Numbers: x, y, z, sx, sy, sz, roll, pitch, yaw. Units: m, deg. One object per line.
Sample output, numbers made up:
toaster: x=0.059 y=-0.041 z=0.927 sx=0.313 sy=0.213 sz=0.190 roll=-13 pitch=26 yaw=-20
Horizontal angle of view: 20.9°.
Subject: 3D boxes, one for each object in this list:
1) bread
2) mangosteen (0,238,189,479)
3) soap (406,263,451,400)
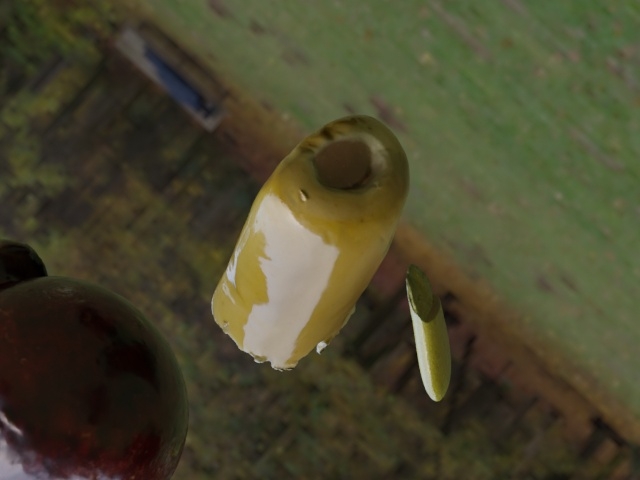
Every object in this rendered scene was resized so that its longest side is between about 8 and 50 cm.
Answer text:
bread: x=0.001 y=0.001 z=1.238 sx=0.085 sy=0.134 sz=0.173 roll=40 pitch=137 yaw=15
mangosteen: x=-0.217 y=0.107 z=1.300 sx=0.215 sy=0.215 sz=0.257 roll=43 pitch=-165 yaw=-56
soap: x=0.130 y=0.111 z=2.067 sx=0.089 sy=0.033 sz=0.168 roll=-72 pitch=-28 yaw=-58
